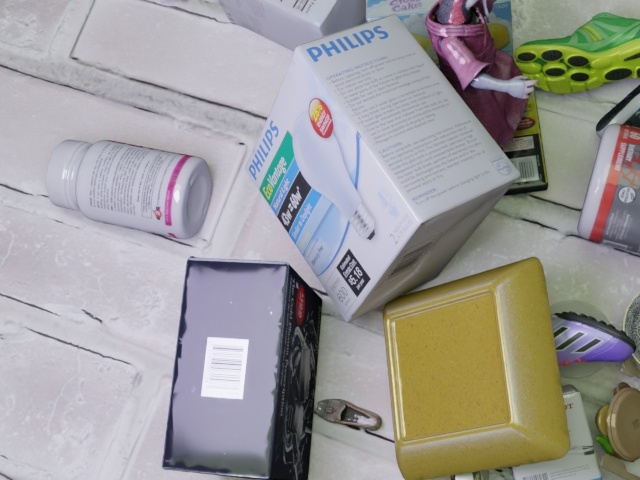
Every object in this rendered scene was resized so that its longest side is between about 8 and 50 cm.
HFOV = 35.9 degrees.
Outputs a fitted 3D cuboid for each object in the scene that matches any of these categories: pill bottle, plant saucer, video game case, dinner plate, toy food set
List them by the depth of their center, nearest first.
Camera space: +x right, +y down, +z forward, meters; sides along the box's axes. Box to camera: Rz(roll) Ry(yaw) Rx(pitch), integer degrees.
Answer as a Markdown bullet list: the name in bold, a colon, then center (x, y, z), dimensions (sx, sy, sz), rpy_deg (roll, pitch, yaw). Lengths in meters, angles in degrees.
- **plant saucer**: center (0.230, 0.216, 1.652), dimensions (0.333, 0.081, 0.333), rpy_deg (-21, 65, 39)
- **toy food set**: center (0.515, 0.307, 1.669), dimensions (0.132, 0.038, 0.192), rpy_deg (32, 67, -29)
- **pill bottle**: center (0.640, -0.061, 1.677), dimensions (0.363, 0.210, 0.210), rpy_deg (15, 79, 13)
- **dinner plate**: center (0.449, 0.174, 1.752), dimensions (0.141, 0.017, 0.141), rpy_deg (-2, 74, 9)
- **video game case**: center (0.276, -0.198, 1.869), dimensions (0.275, 0.035, 0.248), rpy_deg (-7, 75, 9)
- **pill bottle**: center (-0.367, -0.105, 1.892), dimensions (0.283, 0.160, 0.160), rpy_deg (11, 78, 12)

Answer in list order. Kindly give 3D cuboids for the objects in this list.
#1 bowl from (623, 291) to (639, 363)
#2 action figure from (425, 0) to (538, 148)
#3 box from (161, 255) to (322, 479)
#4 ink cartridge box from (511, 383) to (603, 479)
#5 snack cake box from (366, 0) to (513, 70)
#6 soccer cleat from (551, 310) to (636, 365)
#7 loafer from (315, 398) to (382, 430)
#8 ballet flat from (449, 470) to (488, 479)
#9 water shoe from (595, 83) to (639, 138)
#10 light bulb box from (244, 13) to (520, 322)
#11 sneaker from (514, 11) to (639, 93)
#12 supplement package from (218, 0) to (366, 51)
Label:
- **bowl**: center (0.602, 0.158, 1.695), dimensions (0.170, 0.080, 0.170), rpy_deg (-2, 75, 9)
- **action figure**: center (0.247, -0.324, 1.705), dimensions (0.275, 0.370, 0.248), rpy_deg (-2, 52, 23)
- **box**: center (-0.119, 0.229, 1.683), dimensions (0.179, 0.312, 0.343), rpy_deg (3, 77, 10)
- **ink cartridge box**: center (0.385, 0.353, 1.658), dimensions (0.139, 0.082, 0.191), rpy_deg (-14, 89, 6)
- **snack cake box**: center (0.225, -0.400, 1.858), dimensions (0.264, 0.152, 0.089), rpy_deg (-6, 50, 9)
- **soccer cleat**: center (0.372, 0.181, 1.690), dimensions (0.318, 0.108, 0.116), rpy_deg (9, 65, 27)
- **loafer**: center (0.049, 0.311, 1.774), dimensions (0.125, 0.039, 0.045), rpy_deg (13, 79, 13)
- **ballet flat**: center (0.250, 0.465, 1.678), dimensions (0.086, 0.086, 0.248), rpy_deg (-4, 75, 9)
- **water shoe**: center (0.598, -0.237, 1.815), dimensions (0.203, 0.073, 0.080), rpy_deg (-38, 100, -3)
- **light bulb box**: center (0.087, -0.119, 1.689), dimensions (0.225, 0.358, 0.361), rpy_deg (-24, 70, -30)
- **sneaker**: center (0.505, -0.352, 1.837), dimensions (0.295, 0.109, 0.123), rpy_deg (-6, 45, 2)
- **supplement package**: center (-0.047, -0.500, 1.916), dimensions (0.262, 0.199, 0.198), rpy_deg (29, 82, 16)
